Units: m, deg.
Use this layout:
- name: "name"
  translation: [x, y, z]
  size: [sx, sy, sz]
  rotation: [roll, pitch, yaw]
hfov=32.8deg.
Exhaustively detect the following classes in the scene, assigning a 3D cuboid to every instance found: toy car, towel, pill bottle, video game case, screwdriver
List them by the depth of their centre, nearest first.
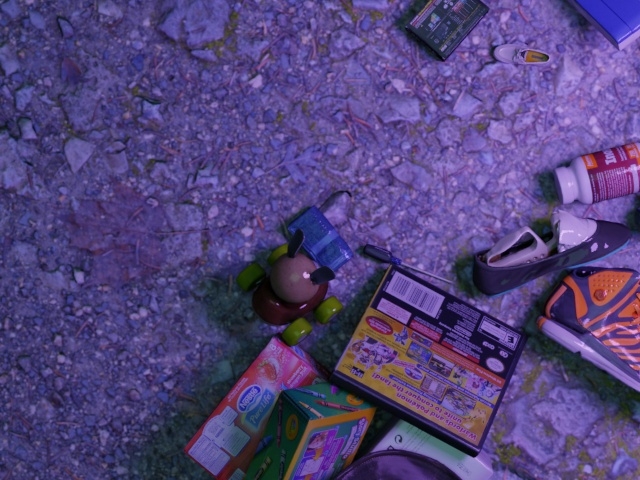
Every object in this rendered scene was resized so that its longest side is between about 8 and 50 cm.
- name: "toy car"
  translation: [-0.033, 0.058, 1.834]
  size: [0.149, 0.188, 0.155]
  rotation: [-33, 75, -34]
- name: "video game case"
  translation: [0.188, 0.198, 1.847]
  size: [0.275, 0.035, 0.248]
  rotation: [28, 57, 4]
- name: "pill bottle"
  translation: [0.480, -0.110, 1.857]
  size: [0.152, 0.086, 0.086]
  rotation: [-14, 90, 5]
- name: "screwdriver"
  translation: [0.155, 0.044, 1.919]
  size: [0.170, 0.025, 0.024]
  rotation: [22, 93, 5]
- name: "towel"
  translation: [0.000, 0.000, 1.930]
  size: [0.067, 0.029, 0.119]
  rotation: [-39, 87, 4]

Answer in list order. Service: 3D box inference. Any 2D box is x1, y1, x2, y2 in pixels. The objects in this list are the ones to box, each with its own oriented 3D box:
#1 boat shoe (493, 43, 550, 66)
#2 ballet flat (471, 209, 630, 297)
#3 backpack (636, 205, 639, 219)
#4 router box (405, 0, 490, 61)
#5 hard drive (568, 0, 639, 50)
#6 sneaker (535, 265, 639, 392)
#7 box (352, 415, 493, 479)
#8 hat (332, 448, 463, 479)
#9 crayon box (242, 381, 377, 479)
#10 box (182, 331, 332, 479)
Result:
- name: "boat shoe"
  translation: [0.351, -0.322, 1.891]
  size: [0.100, 0.035, 0.035]
  rotation: [13, 92, 4]
- name: "ballet flat"
  translation: [0.389, 0.012, 1.854]
  size: [0.280, 0.095, 0.096]
  rotation: [-23, 119, 4]
- name: "backpack"
  translation: [0.595, -0.056, 1.840]
  size: [0.114, 0.105, 0.084]
  rotation: [-17, 94, 16]
- name: "router box"
  translation: [0.221, -0.387, 1.900]
  size: [0.092, 0.038, 0.122]
  rotation: [42, 94, 3]
- name: "hard drive"
  translation: [0.564, -0.488, 1.825]
  size: [0.319, 0.040, 0.210]
  rotation: [-37, 60, 5]
- name: "sneaker"
  translation: [0.542, 0.153, 1.837]
  size: [0.321, 0.124, 0.180]
  rotation: [31, 94, 4]
- name: "box"
  translation: [0.172, 0.392, 1.875]
  size: [0.182, 0.119, 0.181]
  rotation: [41, 94, 4]
- name: "hat"
  translation: [0.145, 0.494, 1.715]
  size: [0.331, 0.134, 0.331]
  rotation: [1, 79, -6]
- name: "crayon box"
  translation: [-0.031, 0.373, 1.825]
  size: [0.081, 0.165, 0.278]
  rotation: [39, 117, 36]
- name: "box"
  translation: [-0.106, 0.298, 1.896]
  size: [0.128, 0.122, 0.257]
  rotation: [38, 93, 2]
